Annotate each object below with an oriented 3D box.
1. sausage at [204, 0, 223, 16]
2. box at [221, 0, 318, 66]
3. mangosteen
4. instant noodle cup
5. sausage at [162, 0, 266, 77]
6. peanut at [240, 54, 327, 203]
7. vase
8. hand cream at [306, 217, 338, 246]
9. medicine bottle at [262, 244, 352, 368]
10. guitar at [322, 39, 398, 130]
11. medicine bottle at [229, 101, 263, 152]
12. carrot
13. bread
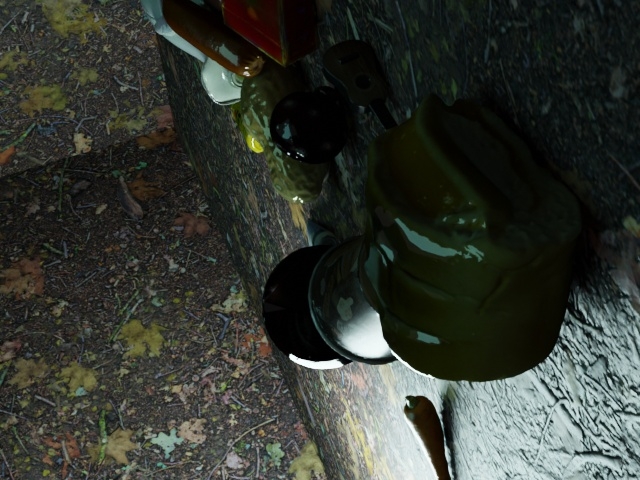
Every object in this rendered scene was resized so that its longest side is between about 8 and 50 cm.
[{"bbox_3d":[-0.198,-0.553,1.967,0.279,0.152,0.152,50,157,34],"label":"sausage"},{"bbox_3d":[-0.102,-0.491,1.708,0.197,0.089,0.313,39,150,32],"label":"box"},{"bbox_3d":[-0.017,-0.215,1.759,0.152,0.152,0.152,162,90,-78],"label":"mangosteen"},{"bbox_3d":[0.109,0.071,1.468,0.207,0.217,0.217,133,118,-69],"label":"instant noodle cup"},{"bbox_3d":[-0.222,-0.415,1.937,0.300,0.083,0.089,36,-167,32],"label":"sausage"},{"bbox_3d":[-0.074,-0.226,1.959,0.313,0.149,0.149,66,167,4],"label":"peanut"},{"bbox_3d":[-0.255,-0.501,2.166,0.445,0.250,0.250,57,161,35],"label":"vase"},{"bbox_3d":[0.000,0.000,2.182,0.256,0.055,0.088,-145,42,-80],"label":"hand cream"},{"bbox_3d":[0.005,0.130,1.944,0.395,0.243,0.242,76,175,-86],"label":"medicine bottle"},{"bbox_3d":[0.092,-0.194,1.466,0.271,0.084,0.038,60,168,21],"label":"guitar"},{"bbox_3d":[-0.199,-0.336,2.506,0.095,0.064,0.260,85,162,-47],"label":"medicine bottle"},{"bbox_3d":[0.214,0.387,1.799,0.256,0.061,0.061,66,171,-24],"label":"carrot"},{"bbox_3d":[0.157,0.025,1.173,0.341,0.210,0.300,86,164,-49],"label":"bread"}]
